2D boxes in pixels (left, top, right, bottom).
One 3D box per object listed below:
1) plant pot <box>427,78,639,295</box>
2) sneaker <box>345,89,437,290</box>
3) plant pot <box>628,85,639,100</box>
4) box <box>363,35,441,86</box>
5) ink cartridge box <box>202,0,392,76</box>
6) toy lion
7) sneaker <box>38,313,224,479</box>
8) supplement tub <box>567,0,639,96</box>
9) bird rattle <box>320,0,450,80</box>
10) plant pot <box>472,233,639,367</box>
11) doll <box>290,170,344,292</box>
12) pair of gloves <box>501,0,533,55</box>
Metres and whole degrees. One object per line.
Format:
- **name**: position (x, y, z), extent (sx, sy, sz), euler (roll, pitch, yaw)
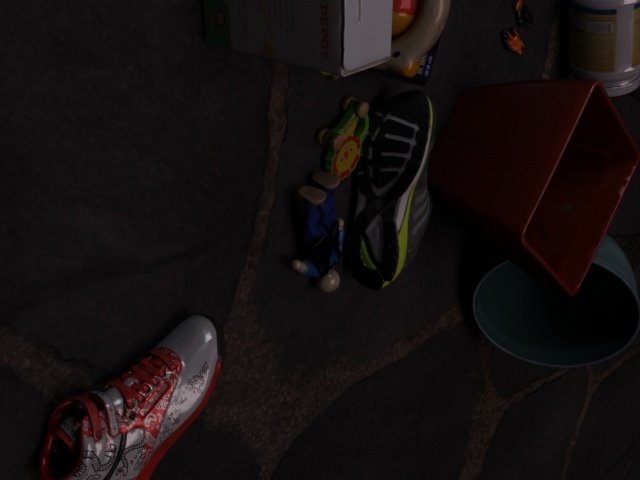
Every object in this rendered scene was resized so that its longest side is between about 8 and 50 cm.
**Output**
- **plant pot**: position (0.323, -0.105, 1.547), extent (0.267, 0.236, 0.267), euler (36, 80, -51)
- **sneaker**: position (0.116, -0.080, 1.432), extent (0.121, 0.111, 0.300), euler (-23, 130, -55)
- **plant pot**: position (0.695, -0.414, 1.833), extent (0.323, 0.323, 0.280), euler (-30, 146, -39)
- **box**: position (0.099, -0.311, 1.298), extent (0.147, 0.077, 0.180), euler (3, 106, -51)
- **ink cartridge box**: position (-0.028, -0.279, 1.046), extent (0.093, 0.212, 0.154), euler (-27, 127, -41)
- **toy lion**: position (0.037, -0.137, 1.352), extent (0.100, 0.034, 0.096), euler (-53, 148, -19)
- **sneaker**: position (-0.224, 0.192, 1.144), extent (0.270, 0.090, 0.145), euler (-58, 145, -8)
- **supplement tub**: position (0.516, -0.374, 1.723), extent (0.144, 0.144, 0.200), euler (-39, 135, -33)
- **bird rattle**: position (0.064, -0.308, 1.172), extent (0.253, 0.207, 0.143), euler (-66, 162, 13)
- **plant pot**: position (0.437, 0.065, 1.772), extent (0.196, 0.293, 0.293), euler (-71, 154, -45)
- **doll**: position (0.000, 0.000, 1.359), extent (0.129, 0.046, 0.189), euler (-48, 146, -38)
- **pair of gloves**: position (0.332, -0.359, 1.616), extent (0.074, 0.010, 0.083), euler (26, 85, -52)
